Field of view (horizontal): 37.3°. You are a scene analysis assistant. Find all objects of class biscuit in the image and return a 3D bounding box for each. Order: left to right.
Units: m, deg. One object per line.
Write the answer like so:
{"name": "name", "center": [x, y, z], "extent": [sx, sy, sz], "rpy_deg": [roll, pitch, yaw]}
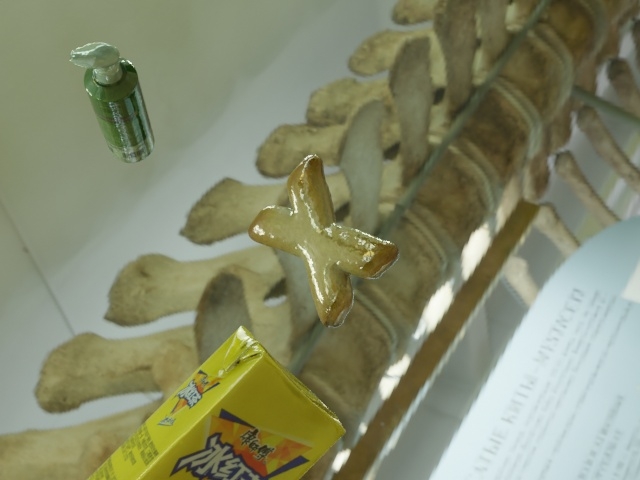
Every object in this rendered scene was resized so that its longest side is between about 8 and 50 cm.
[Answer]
{"name": "biscuit", "center": [-0.001, 0.001, 1.341], "extent": [0.164, 0.208, 0.047], "rpy_deg": [-50, -24, 20]}

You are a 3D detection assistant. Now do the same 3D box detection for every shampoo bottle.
{"name": "shampoo bottle", "center": [-0.234, -0.159, 1.085], "extent": [0.065, 0.065, 0.204], "rpy_deg": [-60, -9, -20]}

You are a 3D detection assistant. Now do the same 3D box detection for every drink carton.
{"name": "drink carton", "center": [-0.154, 0.277, 1.074], "extent": [0.351, 0.111, 0.154], "rpy_deg": [-45, -66, -4]}
